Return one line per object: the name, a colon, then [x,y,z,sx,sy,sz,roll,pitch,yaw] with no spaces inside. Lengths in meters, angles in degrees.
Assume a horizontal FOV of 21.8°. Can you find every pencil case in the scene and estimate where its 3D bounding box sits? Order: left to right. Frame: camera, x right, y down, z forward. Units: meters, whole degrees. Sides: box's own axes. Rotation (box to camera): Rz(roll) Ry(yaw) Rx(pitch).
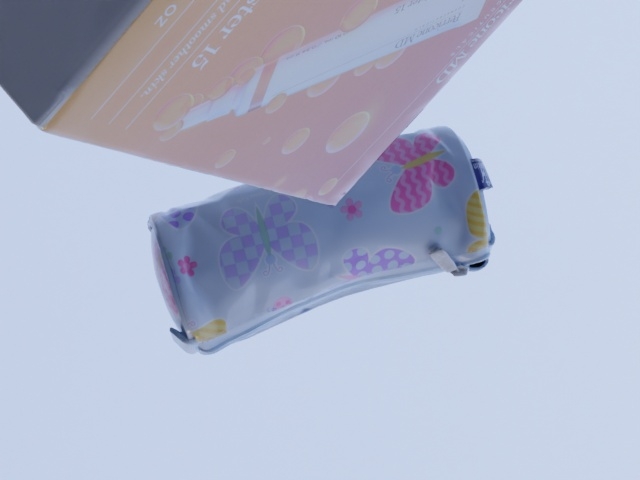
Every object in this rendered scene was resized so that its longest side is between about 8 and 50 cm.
pencil case: [0.000,0.000,1.326,0.273,0.113,0.124,-17,-95,-8]

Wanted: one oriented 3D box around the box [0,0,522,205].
box: [-0.042,-0.164,0.895,0.215,0.345,0.168,-48,-110,13]
